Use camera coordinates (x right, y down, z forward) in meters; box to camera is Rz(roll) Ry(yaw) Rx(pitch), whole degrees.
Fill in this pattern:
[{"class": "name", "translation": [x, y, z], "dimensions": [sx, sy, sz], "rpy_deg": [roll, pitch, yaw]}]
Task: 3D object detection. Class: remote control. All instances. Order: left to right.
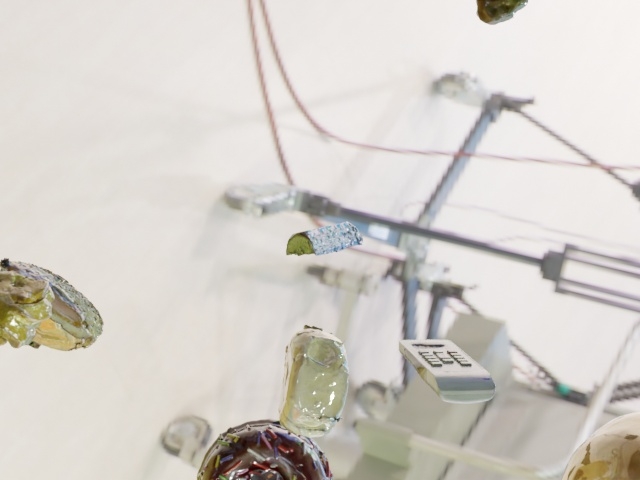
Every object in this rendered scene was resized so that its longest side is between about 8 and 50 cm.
[{"class": "remote control", "translation": [0.129, 0.136, 1.260], "dimensions": [0.065, 0.166, 0.029], "rpy_deg": [0, 100, -11]}]

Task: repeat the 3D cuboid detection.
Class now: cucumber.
[{"class": "cucumber", "translation": [0.000, 0.000, 1.901], "dimensions": [0.220, 0.070, 0.046], "rpy_deg": [-10, 90, -68]}]

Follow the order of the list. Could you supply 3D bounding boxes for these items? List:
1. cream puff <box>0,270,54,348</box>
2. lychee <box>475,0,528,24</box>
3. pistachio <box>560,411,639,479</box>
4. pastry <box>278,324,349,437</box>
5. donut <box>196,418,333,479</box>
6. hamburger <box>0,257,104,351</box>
[{"class": "cream puff", "translation": [-0.284, 0.060, 1.067], "dimensions": [0.083, 0.083, 0.058], "rpy_deg": [-49, 148, 4]}, {"class": "lychee", "translation": [0.193, -0.464, 1.511], "dimensions": [0.320, 0.270, 0.270], "rpy_deg": [38, 62, -9]}, {"class": "pistachio", "translation": [0.327, 0.280, 1.133], "dimensions": [0.229, 0.238, 0.321], "rpy_deg": [68, 11, 18]}, {"class": "pastry", "translation": [-0.011, 0.205, 1.716], "dimensions": [0.166, 0.088, 0.166], "rpy_deg": [-170, -90, -82]}, {"class": "donut", "translation": [-0.091, 0.401, 1.949], "dimensions": [0.096, 0.230, 0.216], "rpy_deg": [85, 7, -85]}, {"class": "hamburger", "translation": [-0.399, 0.103, 1.712], "dimensions": [0.102, 0.176, 0.087], "rpy_deg": [-52, -174, 41]}]
